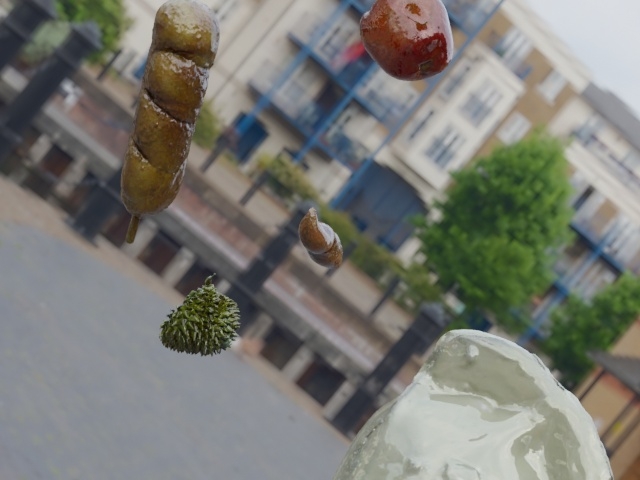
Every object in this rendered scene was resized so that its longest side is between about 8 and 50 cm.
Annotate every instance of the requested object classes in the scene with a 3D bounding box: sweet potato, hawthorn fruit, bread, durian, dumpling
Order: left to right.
[{"bbox_3d":[-0.197,-0.145,1.772,0.084,0.344,0.124,15,26,-4],"label":"bread"},{"bbox_3d":[-0.192,0.144,2.332,0.095,0.137,0.221,38,-14,18],"label":"durian"},{"bbox_3d":[-0.001,0.002,2.068,0.058,0.055,0.202,17,-11,16],"label":"sweet potato"},{"bbox_3d":[0.127,-0.297,2.032,0.138,0.133,0.133,55,8,28],"label":"hawthorn fruit"},{"bbox_3d":[0.160,0.302,1.466,0.315,0.395,0.233,20,-4,19],"label":"dumpling"}]
